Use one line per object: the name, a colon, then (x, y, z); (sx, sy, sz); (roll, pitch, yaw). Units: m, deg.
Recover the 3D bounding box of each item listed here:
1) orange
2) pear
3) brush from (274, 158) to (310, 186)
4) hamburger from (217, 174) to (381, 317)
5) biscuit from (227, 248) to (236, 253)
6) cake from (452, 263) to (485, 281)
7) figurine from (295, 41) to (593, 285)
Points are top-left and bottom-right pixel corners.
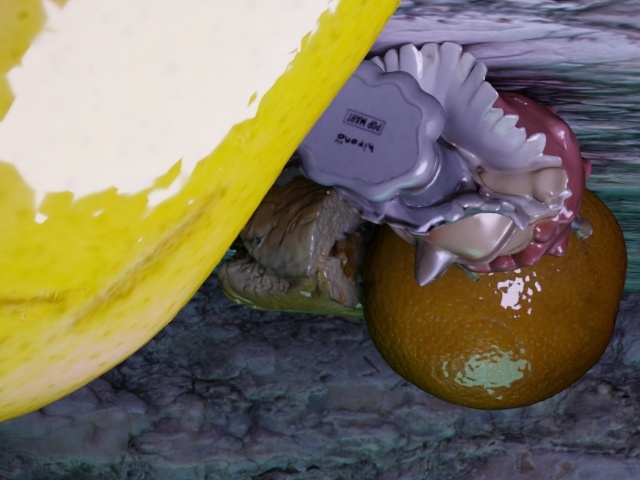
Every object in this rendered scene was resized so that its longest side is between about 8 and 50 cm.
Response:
orange: (0.166, 0.040, 1.484); (0.264, 0.264, 0.264); (3, 174, 0)
pear: (-0.120, -0.091, 0.452); (0.336, 0.285, 0.285); (-42, -179, 1)
brush: (0.016, -0.074, 1.365); (0.084, 0.071, 0.301); (18, 170, -22)
hamburger: (-0.002, 0.002, 1.640); (0.209, 0.162, 0.330); (4, -179, 29)
biscuit: (-0.132, -0.022, 1.952); (0.283, 0.064, 0.432); (5, 174, -19)
cake: (0.086, -0.028, 1.333); (0.116, 0.185, 0.080); (-22, 132, 18)
figurine: (0.108, -0.042, 1.131); (0.207, 0.166, 0.387); (19, 179, 27)
